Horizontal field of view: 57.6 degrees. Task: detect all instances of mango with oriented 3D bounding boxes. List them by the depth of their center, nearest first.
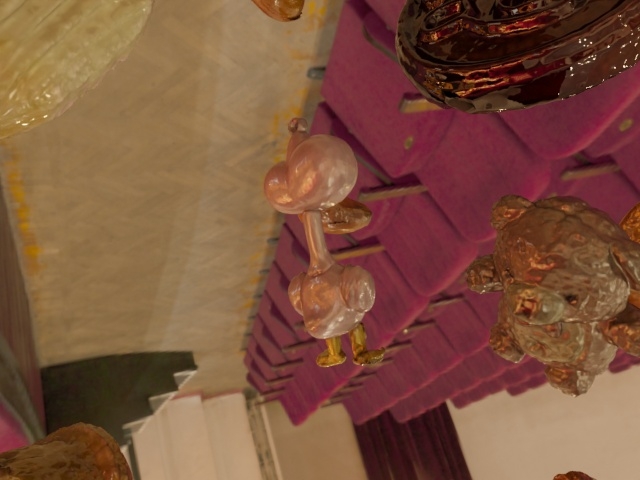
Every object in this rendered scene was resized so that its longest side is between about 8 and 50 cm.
[{"bbox_3d":[-0.053,-0.301,0.644,0.077,0.063,0.127,-27,129,-9],"label":"mango"},{"bbox_3d":[0.024,-0.051,1.194,0.159,0.084,0.105,23,147,-18],"label":"mango"}]

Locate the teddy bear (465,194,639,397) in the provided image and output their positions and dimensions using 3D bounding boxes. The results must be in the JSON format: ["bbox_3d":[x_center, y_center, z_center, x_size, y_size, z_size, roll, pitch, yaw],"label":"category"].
[{"bbox_3d":[0.291,0.067,0.708,0.151,0.236,0.267,-52,147,-18],"label":"teddy bear"}]

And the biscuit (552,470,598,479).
[{"bbox_3d":[0.374,0.440,0.633,0.054,0.378,0.094,-34,140,16],"label":"biscuit"}]

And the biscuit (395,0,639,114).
[{"bbox_3d":[0.291,-0.348,0.814,0.408,0.407,0.091,-25,134,18],"label":"biscuit"}]

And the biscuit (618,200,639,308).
[{"bbox_3d":[0.562,0.039,0.916,0.205,0.308,0.040,11,178,37],"label":"biscuit"}]

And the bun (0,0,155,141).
[{"bbox_3d":[-0.293,-0.244,0.392,0.219,0.365,0.365,21,170,22],"label":"bun"}]

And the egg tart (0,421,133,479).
[{"bbox_3d":[-0.294,0.297,0.524,0.290,0.290,0.115,-25,134,18],"label":"egg tart"}]

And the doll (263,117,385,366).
[{"bbox_3d":[-0.001,0.000,0.831,0.094,0.365,0.160,-5,174,-44],"label":"doll"}]
